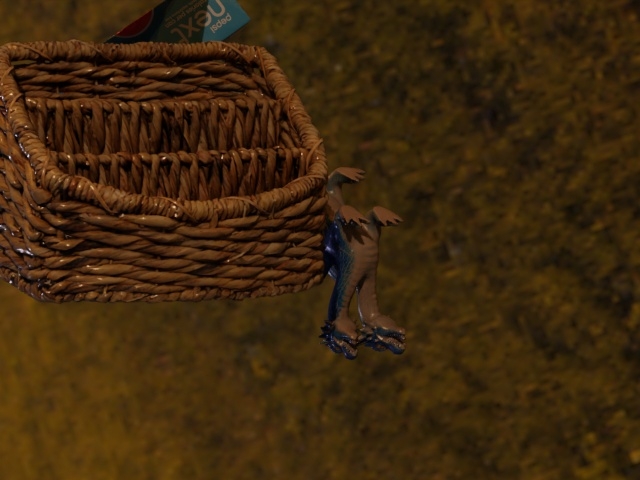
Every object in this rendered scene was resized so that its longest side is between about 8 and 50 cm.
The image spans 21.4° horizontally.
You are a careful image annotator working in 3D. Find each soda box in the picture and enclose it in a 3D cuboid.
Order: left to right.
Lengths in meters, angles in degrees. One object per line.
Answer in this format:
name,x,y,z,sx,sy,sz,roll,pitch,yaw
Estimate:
soda box,-0.178,-0.188,1.743,0.071,0.210,0.067,53,164,1

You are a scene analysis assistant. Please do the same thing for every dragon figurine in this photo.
dragon figurine,0.000,0.000,1.753,0.289,0.085,0.144,48,127,37

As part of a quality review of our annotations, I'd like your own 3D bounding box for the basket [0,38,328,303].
basket,-0.143,-0.067,1.555,0.213,0.299,0.223,22,111,60
